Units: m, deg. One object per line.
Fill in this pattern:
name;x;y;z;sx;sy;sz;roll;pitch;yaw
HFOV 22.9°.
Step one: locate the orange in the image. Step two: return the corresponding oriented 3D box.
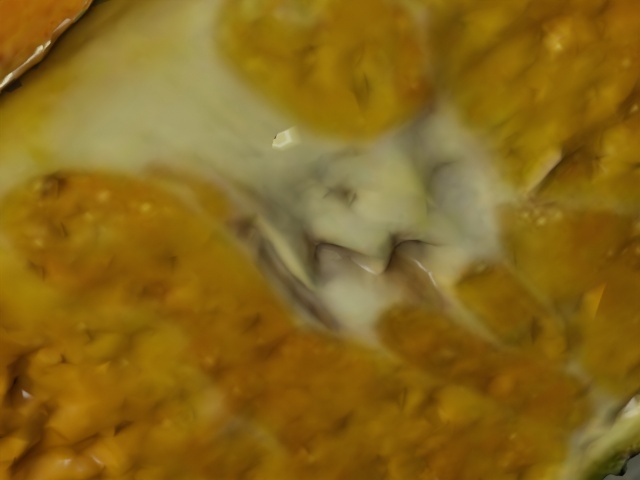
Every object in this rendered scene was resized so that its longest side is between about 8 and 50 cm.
orange;-0.004;-0.002;0.446;0.274;0.274;0.310;22;80;11
